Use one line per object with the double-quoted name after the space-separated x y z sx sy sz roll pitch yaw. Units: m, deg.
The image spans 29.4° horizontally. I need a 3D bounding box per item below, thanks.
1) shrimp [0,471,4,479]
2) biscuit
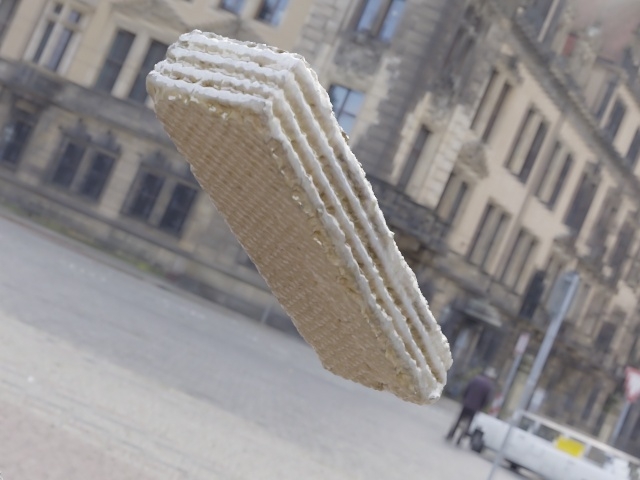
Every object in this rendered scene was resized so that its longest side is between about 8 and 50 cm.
-0.311 0.230 1.068 0.091 0.034 0.161 5 48 -27 "shrimp"
0.000 0.000 1.061 0.144 0.078 0.426 19 -27 36 "biscuit"
